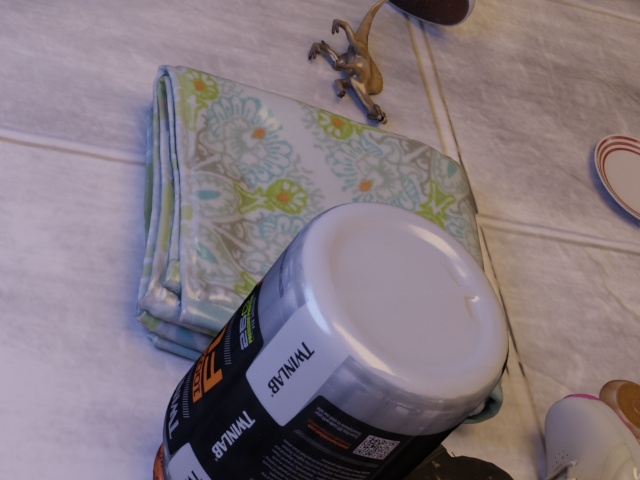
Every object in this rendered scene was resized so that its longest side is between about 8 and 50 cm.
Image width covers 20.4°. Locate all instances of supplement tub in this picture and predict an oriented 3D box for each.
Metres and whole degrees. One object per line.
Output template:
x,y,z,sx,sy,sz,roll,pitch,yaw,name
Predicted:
-0.005,0.130,1.439,0.194,0.316,0.193,20,45,-21,supplement tub

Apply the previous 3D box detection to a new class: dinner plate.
0.380,-0.067,2.104,0.141,0.017,0.141,19,46,-22,dinner plate

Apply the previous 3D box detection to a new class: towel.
0.000,0.000,1.724,0.374,0.090,0.320,17,47,-23,towel

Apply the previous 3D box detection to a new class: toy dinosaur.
0.037,-0.203,1.966,0.093,0.053,0.183,27,49,-36,toy dinosaur

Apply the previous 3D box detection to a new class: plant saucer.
0.331,0.178,1.860,0.083,0.015,0.083,19,46,-21,plant saucer

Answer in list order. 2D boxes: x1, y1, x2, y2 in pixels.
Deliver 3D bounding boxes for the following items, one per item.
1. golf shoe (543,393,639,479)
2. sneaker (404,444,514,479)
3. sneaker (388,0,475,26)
0.244,0.273,1.649,0.140,0.115,0.306,8,50,-25,golf shoe
0.103,0.236,1.621,0.089,0.051,0.170,44,39,12,sneaker
0.082,-0.374,2.088,0.290,0.106,0.123,41,44,3,sneaker
